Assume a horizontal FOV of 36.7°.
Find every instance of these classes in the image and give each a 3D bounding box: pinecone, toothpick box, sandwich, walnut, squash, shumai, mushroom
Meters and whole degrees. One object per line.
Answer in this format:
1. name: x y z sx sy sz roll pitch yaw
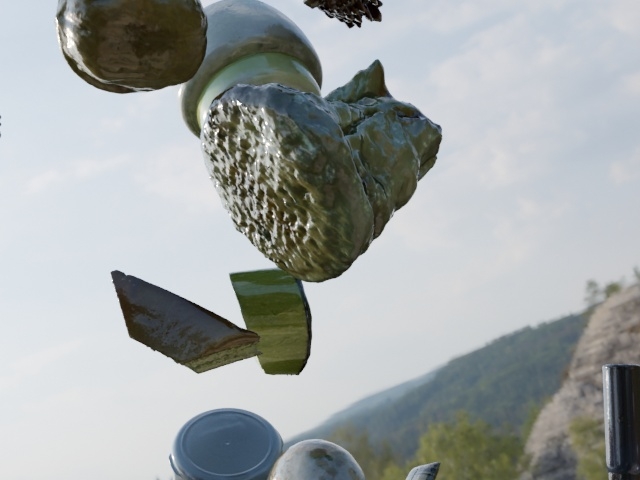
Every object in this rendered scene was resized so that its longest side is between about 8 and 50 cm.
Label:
1. pinecone: 0.056 -0.573 1.938 0.264 0.264 0.264 -21 -13 -5
2. toothpick box: -0.202 0.578 2.116 0.263 0.263 0.354 -15 -52 -26
3. sandwich: -0.221 0.139 1.492 0.096 0.258 0.094 -62 -13 -15
4. walnut: -0.337 -0.389 1.730 0.283 0.282 0.227 -14 23 -29
5. squash: -0.107 0.160 1.817 0.133 0.220 0.220 -10 -16 -21
6. shumai: 0.022 -0.135 1.518 0.323 0.324 0.397 -33 2 -26
7. mushroom: 0.017 0.508 1.876 0.244 0.243 0.243 -21 -13 -5

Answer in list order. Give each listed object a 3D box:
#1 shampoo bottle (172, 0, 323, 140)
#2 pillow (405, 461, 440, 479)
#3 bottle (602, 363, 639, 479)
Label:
1. shampoo bottle: -0.162 -0.348 2.078 0.322 0.317 0.322 -18 -35 -14
2. pillow: 0.188 0.565 2.067 0.113 0.038 0.203 -36 20 56
3. bottle: 0.564 0.352 1.786 0.072 0.244 0.082 -4 -10 29
